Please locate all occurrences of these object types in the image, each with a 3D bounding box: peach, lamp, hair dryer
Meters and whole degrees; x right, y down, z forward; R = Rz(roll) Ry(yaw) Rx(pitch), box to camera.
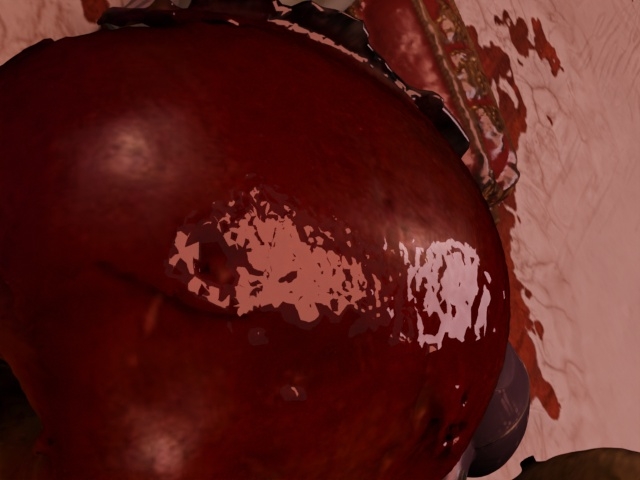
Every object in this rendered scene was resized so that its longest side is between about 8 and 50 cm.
[{"bbox_3d":[-0.069,0.040,1.090,0.353,0.339,0.416,51,39,10],"label":"peach"},{"bbox_3d":[0.076,-0.120,1.612,0.177,0.177,0.274,-7,75,-59],"label":"lamp"},{"bbox_3d":[0.085,0.202,1.424,0.301,0.121,0.361,69,31,-53],"label":"hair dryer"}]

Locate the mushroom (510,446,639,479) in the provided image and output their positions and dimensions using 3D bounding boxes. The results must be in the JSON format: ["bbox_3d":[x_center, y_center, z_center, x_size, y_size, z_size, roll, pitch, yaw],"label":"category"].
[{"bbox_3d":[0.229,0.314,1.512,0.217,0.292,0.212,41,64,-5],"label":"mushroom"}]

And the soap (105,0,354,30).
[{"bbox_3d":[-0.051,-0.207,1.441,0.095,0.173,0.289,58,44,-16],"label":"soap"}]
